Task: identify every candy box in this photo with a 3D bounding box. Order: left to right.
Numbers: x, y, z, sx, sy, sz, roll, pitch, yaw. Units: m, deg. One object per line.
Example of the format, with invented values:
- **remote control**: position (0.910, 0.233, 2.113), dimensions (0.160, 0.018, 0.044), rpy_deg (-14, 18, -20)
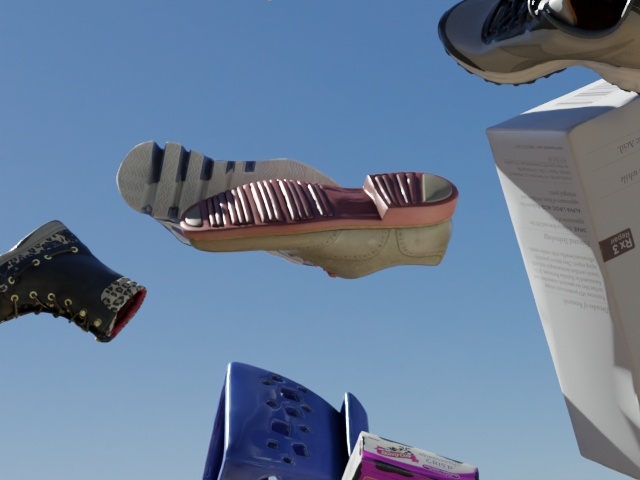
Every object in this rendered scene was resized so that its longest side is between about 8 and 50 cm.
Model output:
- **candy box**: position (0.086, 0.370, 1.716), dimensions (0.159, 0.233, 0.071), rpy_deg (18, 22, -6)

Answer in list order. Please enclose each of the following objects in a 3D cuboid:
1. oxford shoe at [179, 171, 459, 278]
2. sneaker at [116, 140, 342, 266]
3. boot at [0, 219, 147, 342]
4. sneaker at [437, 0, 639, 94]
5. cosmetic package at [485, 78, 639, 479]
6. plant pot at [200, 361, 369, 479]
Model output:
- **oxford shoe**: position (0.000, 0.000, 1.716), dimensions (0.348, 0.123, 0.130), rpy_deg (-3, -58, -5)
- **sneaker**: position (-0.112, -0.048, 1.860), dimensions (0.315, 0.127, 0.182), rpy_deg (15, -8, -2)
- **boot**: position (-0.369, 0.088, 1.868), dimensions (0.236, 0.178, 0.085), rpy_deg (-46, -18, -37)
- **sneaker**: position (0.212, -0.203, 1.248), dimensions (0.271, 0.100, 0.108), rpy_deg (11, -20, 46)
- **cosmetic package**: position (0.338, 0.029, 1.394), dimensions (0.217, 0.385, 0.156), rpy_deg (-25, 14, -20)
- **plant pot**: position (-0.050, 0.332, 1.890), dimensions (0.212, 0.236, 0.236), rpy_deg (10, 28, -7)
